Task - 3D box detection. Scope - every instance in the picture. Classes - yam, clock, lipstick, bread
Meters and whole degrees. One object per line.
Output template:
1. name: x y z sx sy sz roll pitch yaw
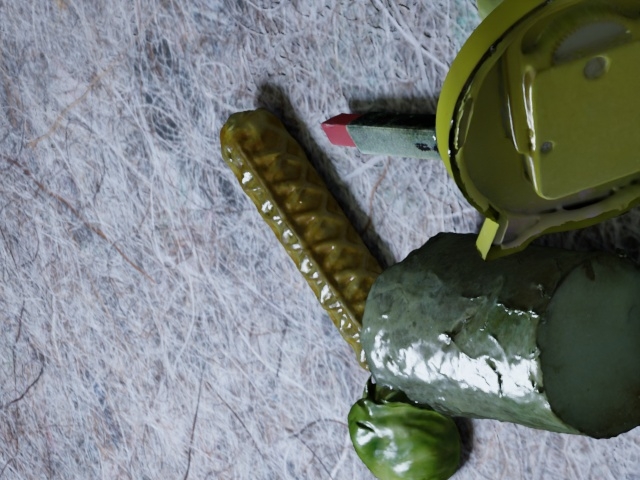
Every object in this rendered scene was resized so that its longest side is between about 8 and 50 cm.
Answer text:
1. yam: 0.191 0.093 1.995 0.300 0.195 0.195 5 116 49
2. clock: 0.233 -0.130 1.740 0.071 0.277 0.293 -118 20 -45
3. lipstick: 0.114 -0.111 2.080 0.312 0.051 0.051 8 119 51
4. bread: -0.001 0.001 2.268 0.367 0.077 0.084 57 146 10

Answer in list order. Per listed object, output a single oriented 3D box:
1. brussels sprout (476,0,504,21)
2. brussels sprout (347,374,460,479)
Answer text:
1. brussels sprout: 0.224 -0.223 1.792 0.122 0.149 0.151 -19 136 38
2. brussels sprout: 0.099 0.237 2.284 0.139 0.100 0.181 21 127 28
